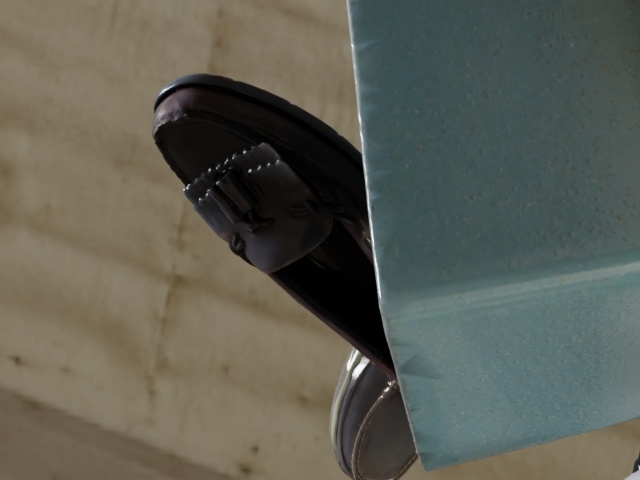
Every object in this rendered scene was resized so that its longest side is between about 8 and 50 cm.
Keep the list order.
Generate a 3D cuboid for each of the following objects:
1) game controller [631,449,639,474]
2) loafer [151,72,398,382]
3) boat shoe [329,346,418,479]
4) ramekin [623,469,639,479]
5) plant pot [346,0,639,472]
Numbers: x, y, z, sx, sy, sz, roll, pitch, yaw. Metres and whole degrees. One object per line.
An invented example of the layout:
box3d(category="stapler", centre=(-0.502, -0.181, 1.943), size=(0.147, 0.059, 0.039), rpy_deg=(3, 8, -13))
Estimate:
box3d(category="game controller", centre=(0.413, 0.293, 1.618), size=(0.067, 0.319, 0.166), rpy_deg=(7, -172, -33))
box3d(category="loafer", centre=(0.000, 0.000, 1.037), size=(0.302, 0.109, 0.095), rpy_deg=(38, -134, -29))
box3d(category="boat shoe", centre=(0.129, 0.118, 1.512), size=(0.132, 0.355, 0.130), rpy_deg=(17, -162, -36))
box3d(category="ramekin", centre=(0.269, 0.277, 0.922), size=(0.273, 0.272, 0.127), rpy_deg=(20, -143, 21))
box3d(category="plant pot", centre=(0.160, -0.032, 0.868), size=(0.252, 0.247, 0.247), rpy_deg=(-9, -119, 6))
